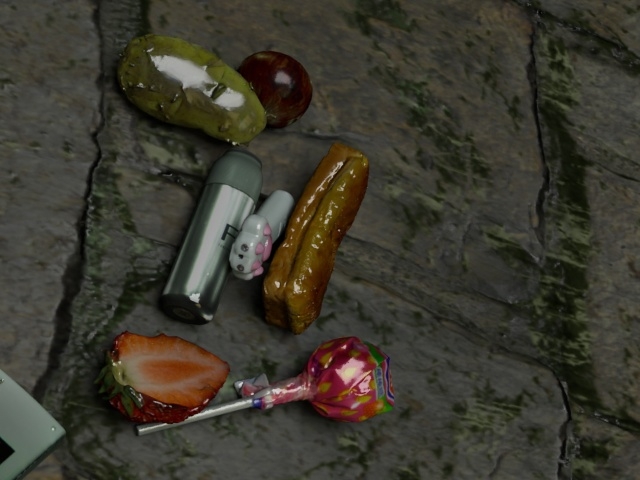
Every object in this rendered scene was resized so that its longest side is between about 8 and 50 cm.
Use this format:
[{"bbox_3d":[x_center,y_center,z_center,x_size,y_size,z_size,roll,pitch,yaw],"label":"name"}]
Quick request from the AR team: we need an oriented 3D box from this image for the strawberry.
[{"bbox_3d":[-0.205,0.179,1.724,0.187,0.082,0.146,-3,52,-35],"label":"strawberry"}]

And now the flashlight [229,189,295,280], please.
[{"bbox_3d":[-0.075,-0.013,1.829,0.047,0.093,0.200,18,25,8],"label":"flashlight"}]

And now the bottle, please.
[{"bbox_3d":[-0.142,-0.005,1.827,0.096,0.079,0.253,55,46,-52],"label":"bottle"}]

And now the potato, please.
[{"bbox_3d":[-0.177,-0.208,1.846,0.225,0.090,0.117,26,103,-15],"label":"potato"}]

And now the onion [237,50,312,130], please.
[{"bbox_3d":[-0.065,-0.223,1.922,0.117,0.118,0.118,20,65,-19],"label":"onion"}]

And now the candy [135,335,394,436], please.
[{"bbox_3d":[-0.072,0.215,1.792,0.365,0.124,0.124,-13,81,-21],"label":"candy"}]

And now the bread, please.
[{"bbox_3d":[-0.002,0.000,1.883,0.077,0.139,0.271,18,60,12],"label":"bread"}]

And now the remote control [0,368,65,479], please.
[{"bbox_3d":[-0.438,0.267,1.498,0.145,0.050,0.344,43,36,4],"label":"remote control"}]
